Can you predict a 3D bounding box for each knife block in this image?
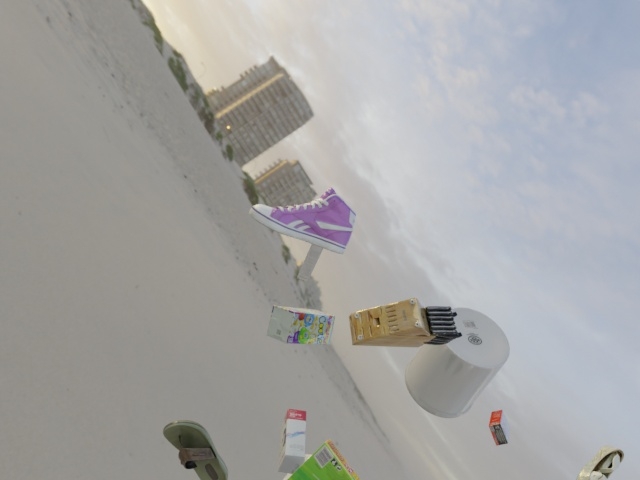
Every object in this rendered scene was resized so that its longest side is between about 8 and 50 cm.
[{"bbox_3d":[0.249,0.254,1.270,0.242,0.276,0.088,46,33,-52],"label":"knife block"}]

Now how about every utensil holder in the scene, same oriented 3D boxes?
[{"bbox_3d":[0.582,0.525,1.924,0.327,0.328,0.385,48,-40,31],"label":"utensil holder"}]

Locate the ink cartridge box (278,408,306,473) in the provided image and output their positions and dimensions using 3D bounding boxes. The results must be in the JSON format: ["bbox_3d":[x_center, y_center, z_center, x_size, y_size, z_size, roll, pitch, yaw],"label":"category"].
[{"bbox_3d":[-0.099,0.713,1.586,0.175,0.073,0.127,-89,-165,-53],"label":"ink cartridge box"}]

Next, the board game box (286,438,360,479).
[{"bbox_3d":[-0.023,0.653,1.166,0.124,0.259,0.039,47,15,24],"label":"board game box"}]

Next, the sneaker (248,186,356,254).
[{"bbox_3d":[-0.039,-0.081,1.188,0.282,0.160,0.102,18,8,-20],"label":"sneaker"}]

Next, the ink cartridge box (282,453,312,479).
[{"bbox_3d":[-0.074,1.003,1.656,0.066,0.296,0.261,-17,-78,41],"label":"ink cartridge box"}]

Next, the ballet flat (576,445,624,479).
[{"bbox_3d":[0.685,0.565,1.092,0.057,0.168,0.052,53,-26,4],"label":"ballet flat"}]

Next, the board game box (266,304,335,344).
[{"bbox_3d":[-0.084,0.387,2.037,0.144,0.141,0.275,9,-5,43],"label":"board game box"}]

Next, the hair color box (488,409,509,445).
[{"bbox_3d":[0.633,0.659,1.579,0.141,0.043,0.071,3,66,-65],"label":"hair color box"}]

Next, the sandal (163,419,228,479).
[{"bbox_3d":[-0.406,0.718,1.481,0.302,0.120,0.086,57,6,-12],"label":"sandal"}]

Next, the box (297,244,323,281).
[{"bbox_3d":[0.000,0.000,1.945,0.059,0.232,0.322,26,-47,-1],"label":"box"}]
